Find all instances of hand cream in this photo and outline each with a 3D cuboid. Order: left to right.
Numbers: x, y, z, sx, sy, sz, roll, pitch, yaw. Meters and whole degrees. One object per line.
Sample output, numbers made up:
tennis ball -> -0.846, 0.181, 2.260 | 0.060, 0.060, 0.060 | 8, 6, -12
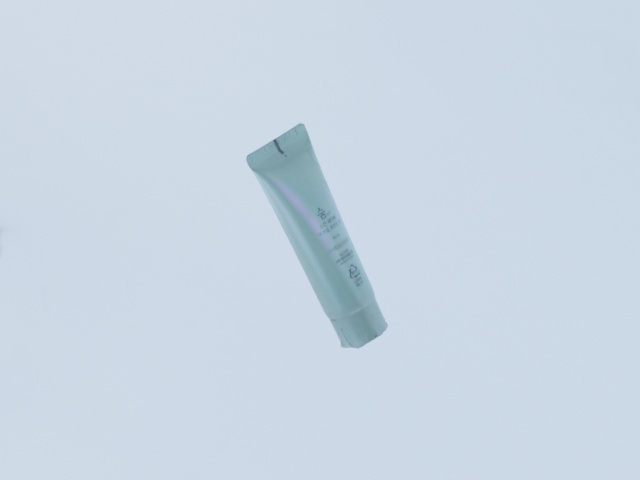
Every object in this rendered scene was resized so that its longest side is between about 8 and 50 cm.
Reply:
hand cream -> 0.000, 0.000, 1.166 | 0.050, 0.078, 0.205 | -8, 111, 51
